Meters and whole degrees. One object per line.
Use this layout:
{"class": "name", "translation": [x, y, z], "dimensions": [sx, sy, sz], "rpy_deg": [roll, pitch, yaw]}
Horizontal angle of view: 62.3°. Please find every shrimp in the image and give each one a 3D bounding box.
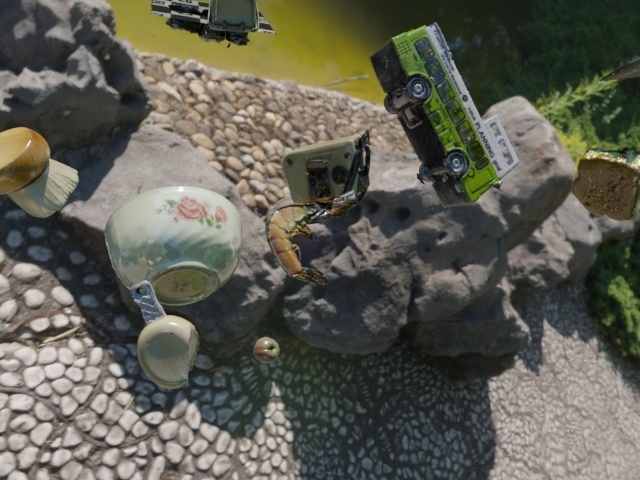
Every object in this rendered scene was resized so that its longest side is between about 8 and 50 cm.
{"class": "shrimp", "translation": [0.002, -0.001, 0.899], "dimensions": [0.195, 0.035, 0.148], "rpy_deg": [-17, 80, -31]}

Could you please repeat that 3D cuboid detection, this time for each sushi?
{"class": "sushi", "translation": [-0.356, -0.682, 1.710], "dimensions": [0.373, 0.100, 0.296], "rpy_deg": [1, 35, -19]}

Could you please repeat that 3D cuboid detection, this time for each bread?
{"class": "bread", "translation": [0.580, -0.116, 1.068], "dimensions": [0.069, 0.128, 0.140], "rpy_deg": [-42, 133, -37]}

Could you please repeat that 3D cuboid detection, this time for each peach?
{"class": "peach", "translation": [-0.167, 0.339, 1.633], "dimensions": [0.083, 0.083, 0.083], "rpy_deg": [18, 63, -39]}

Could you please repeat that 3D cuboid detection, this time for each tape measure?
{"class": "tape measure", "translation": [0.039, -0.178, 1.559], "dimensions": [0.133, 0.271, 0.231], "rpy_deg": [-48, 124, -64]}

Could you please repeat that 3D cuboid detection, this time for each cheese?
{"class": "cheese", "translation": [-0.238, 0.144, 0.819], "dimensions": [0.092, 0.047, 0.171], "rpy_deg": [-4, 99, -6]}

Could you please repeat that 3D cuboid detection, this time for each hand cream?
{"class": "hand cream", "translation": [0.696, -0.369, 1.084], "dimensions": [0.270, 0.120, 0.061], "rpy_deg": [-23, 95, -31]}

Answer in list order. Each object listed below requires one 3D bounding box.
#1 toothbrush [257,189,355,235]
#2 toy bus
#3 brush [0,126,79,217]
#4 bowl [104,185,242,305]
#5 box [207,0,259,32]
{"class": "toothbrush", "translation": [-0.039, -0.065, 1.384], "dimensions": [0.024, 0.288, 0.026], "rpy_deg": [43, 31, -54]}
{"class": "toy bus", "translation": [0.211, -0.214, 0.913], "dimensions": [0.139, 0.113, 0.302], "rpy_deg": [-32, 99, -17]}
{"class": "brush", "translation": [-0.747, -0.154, 1.278], "dimensions": [0.166, 0.266, 0.174], "rpy_deg": [66, 24, -50]}
{"class": "bowl", "translation": [-0.281, 0.034, 1.055], "dimensions": [0.277, 0.277, 0.145], "rpy_deg": [17, 41, -39]}
{"class": "box", "translation": [-0.210, -0.583, 1.281], "dimensions": [0.124, 0.093, 0.172], "rpy_deg": [0, 45, -11]}
